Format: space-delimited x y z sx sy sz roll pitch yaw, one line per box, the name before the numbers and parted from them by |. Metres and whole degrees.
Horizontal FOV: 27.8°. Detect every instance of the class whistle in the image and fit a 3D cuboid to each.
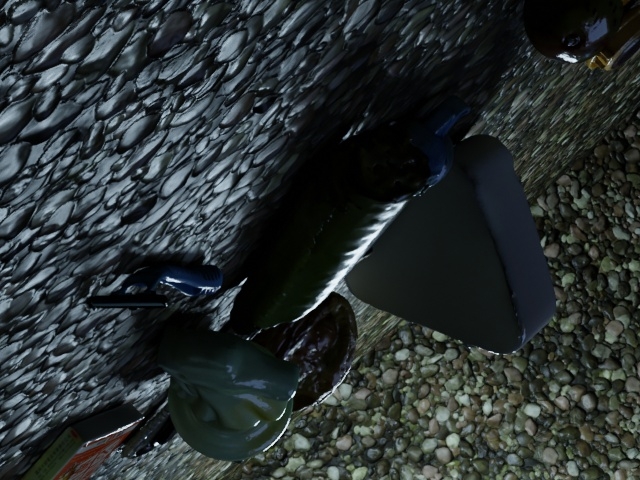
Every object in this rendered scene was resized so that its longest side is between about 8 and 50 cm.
whistle | 0.119 -0.107 1.654 0.180 0.093 0.269 -48 175 17

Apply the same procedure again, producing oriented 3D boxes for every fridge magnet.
fridge magnet | 0.516 -0.346 2.220 0.143 0.063 0.143 -39 166 -12

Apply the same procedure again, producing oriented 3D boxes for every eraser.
eraser | -0.344 0.311 1.685 0.230 0.038 0.157 -47 169 17
eraser | 0.218 -0.011 2.031 0.150 0.331 0.331 -33 165 -50

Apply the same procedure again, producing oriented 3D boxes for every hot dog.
hot dog | -0.043 0.187 2.038 0.175 0.114 0.259 17 130 -33

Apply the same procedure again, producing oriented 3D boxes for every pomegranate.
pomegranate | 0.310 -0.278 1.570 0.130 0.130 0.130 -42 169 -9

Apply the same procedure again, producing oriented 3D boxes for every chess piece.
chess piece | -0.116 0.182 1.663 0.176 0.176 0.298 -41 168 -14

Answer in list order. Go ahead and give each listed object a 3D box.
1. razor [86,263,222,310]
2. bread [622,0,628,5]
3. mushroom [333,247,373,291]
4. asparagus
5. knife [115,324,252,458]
razor | -0.153 0.044 1.337 0.082 0.042 0.253 -2 180 15
bread | 0.467 -0.393 1.927 0.090 0.035 0.094 -41 169 -16
mushroom | 0.026 0.066 2.055 0.061 0.060 0.187 -25 155 -45
asparagus | 0.000 0.000 1.563 0.128 0.108 0.382 -42 173 -39
knife | -0.176 0.206 1.888 0.365 0.043 0.089 -49 169 24
